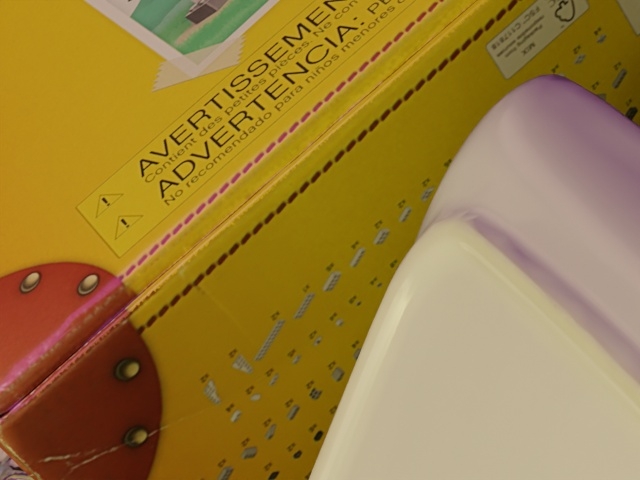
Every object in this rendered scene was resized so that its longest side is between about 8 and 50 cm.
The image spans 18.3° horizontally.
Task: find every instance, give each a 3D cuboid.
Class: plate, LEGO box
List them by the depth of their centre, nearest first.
[{"bbox_3d":[0.043,0.115,0.494,0.277,0.045,0.278,-68,24,13],"label":"plate"},{"bbox_3d":[0.047,-0.122,0.797,0.500,0.193,0.372,-41,37,-4],"label":"LEGO box"}]
